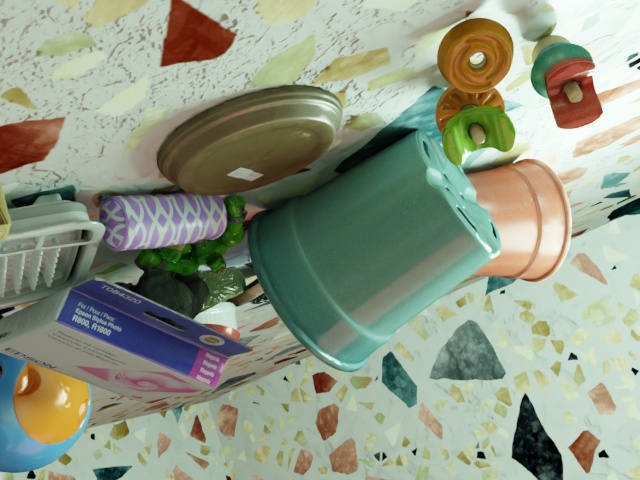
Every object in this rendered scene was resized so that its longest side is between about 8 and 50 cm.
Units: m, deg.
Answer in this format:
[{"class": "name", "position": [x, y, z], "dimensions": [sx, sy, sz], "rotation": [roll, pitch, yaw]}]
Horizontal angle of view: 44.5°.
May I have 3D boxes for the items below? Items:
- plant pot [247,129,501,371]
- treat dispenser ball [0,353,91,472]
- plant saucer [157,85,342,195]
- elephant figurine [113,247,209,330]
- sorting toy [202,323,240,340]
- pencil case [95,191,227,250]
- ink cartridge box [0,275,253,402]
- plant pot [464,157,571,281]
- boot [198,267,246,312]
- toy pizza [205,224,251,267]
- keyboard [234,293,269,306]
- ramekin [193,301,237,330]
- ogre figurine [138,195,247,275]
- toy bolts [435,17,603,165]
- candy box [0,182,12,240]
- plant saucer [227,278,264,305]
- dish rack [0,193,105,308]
[{"class": "plant pot", "position": [0.110, 0.002, 1.372], "dimensions": [0.334, 0.341, 0.341], "rotation": [-34, 162, 21]}, {"class": "treat dispenser ball", "position": [-0.631, 0.339, 1.645], "dimensions": [0.288, 0.288, 0.288], "rotation": [-19, 166, -5]}, {"class": "plant saucer", "position": [-0.094, -0.132, 1.121], "dimensions": [0.278, 0.041, 0.278], "rotation": [-19, 167, -5]}, {"class": "elephant figurine", "position": [-0.337, 0.131, 1.467], "dimensions": [0.239, 0.169, 0.186], "rotation": [-33, -178, 19]}, {"class": "sorting toy", "position": [-0.361, 0.239, 1.710], "dimensions": [0.366, 0.126, 0.127], "rotation": [10, 158, -16]}, {"class": "pencil case", "position": [-0.242, -0.030, 1.203], "dimensions": [0.206, 0.086, 0.088], "rotation": [-5, 168, -45]}, {"class": "ink cartridge box", "position": [-0.343, 0.188, 1.349], "dimensions": [0.324, 0.071, 0.330], "rotation": [31, 145, -35]}, {"class": "plant pot", "position": [0.336, -0.036, 1.660], "dimensions": [0.265, 0.272, 0.272], "rotation": [-4, 160, -23]}, {"class": "boot", "position": [-0.328, 0.153, 1.770], "dimensions": [0.270, 0.089, 0.236], "rotation": [-28, 163, 35]}, {"class": "toy pizza", "position": [-0.148, 0.006, 1.574], "dimensions": [0.201, 0.032, 0.201], "rotation": [-17, 166, -4]}, {"class": "keyboard", "position": [-0.139, 0.147, 2.100], "dimensions": [0.192, 0.038, 0.100], "rotation": [-20, 166, 4]}, {"class": "ramekin", "position": [-0.315, 0.244, 2.056], "dimensions": [0.207, 0.109, 0.207], "rotation": [-14, 165, -4]}, {"class": "ogre figurine", "position": [-0.205, 0.000, 1.364], "dimensions": [0.197, 0.097, 0.118], "rotation": [-49, 153, -7]}, {"class": "toy bolts", "position": [0.266, -0.243, 1.103], "dimensions": [0.229, 0.158, 0.218], "rotation": [-12, 127, 9]}, {"class": "candy box", "position": [-0.442, -0.043, 0.841], "dimensions": [0.187, 0.109, 0.053], "rotation": [-10, 162, -32]}, {"class": "plant saucer", "position": [-0.141, 0.106, 1.839], "dimensions": [0.168, 0.029, 0.168], "rotation": [-32, -175, 3]}, {"class": "dish rack", "position": [-0.477, 0.027, 1.132], "dimensions": [0.286, 0.072, 0.333], "rotation": [-13, 164, -27]}]
